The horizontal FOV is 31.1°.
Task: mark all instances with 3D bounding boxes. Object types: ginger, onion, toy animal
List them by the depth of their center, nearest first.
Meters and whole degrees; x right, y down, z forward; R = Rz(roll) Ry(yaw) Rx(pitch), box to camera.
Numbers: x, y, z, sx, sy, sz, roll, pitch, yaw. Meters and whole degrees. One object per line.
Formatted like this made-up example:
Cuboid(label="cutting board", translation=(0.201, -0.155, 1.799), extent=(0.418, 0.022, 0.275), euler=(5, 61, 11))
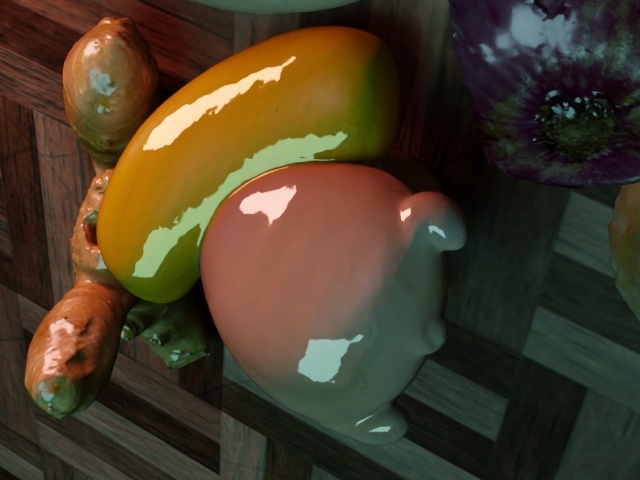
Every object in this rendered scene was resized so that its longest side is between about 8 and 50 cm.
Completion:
Cuboid(label="onion", translation=(0.185, -0.129, 0.736), extent=(0.200, 0.200, 0.207), euler=(6, 118, 36))
Cuboid(label="toy animal", translation=(0.014, -0.017, 0.956), extent=(0.345, 0.277, 0.247), euler=(33, -177, 33))
Cuboid(label="ginger", translation=(-0.195, -0.015, 1.152), extent=(0.122, 0.348, 0.363), euler=(-2, 86, 5))

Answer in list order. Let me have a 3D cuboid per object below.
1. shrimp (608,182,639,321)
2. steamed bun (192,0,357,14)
Cuboid(label="shrimp", translation=(0.295, -0.025, 0.807), extent=(0.168, 0.077, 0.317), euler=(30, 141, 20))
Cuboid(label="steamed bun", translation=(-0.055, -0.313, 0.662), extent=(0.374, 0.241, 0.374), euler=(14, 112, 37))
